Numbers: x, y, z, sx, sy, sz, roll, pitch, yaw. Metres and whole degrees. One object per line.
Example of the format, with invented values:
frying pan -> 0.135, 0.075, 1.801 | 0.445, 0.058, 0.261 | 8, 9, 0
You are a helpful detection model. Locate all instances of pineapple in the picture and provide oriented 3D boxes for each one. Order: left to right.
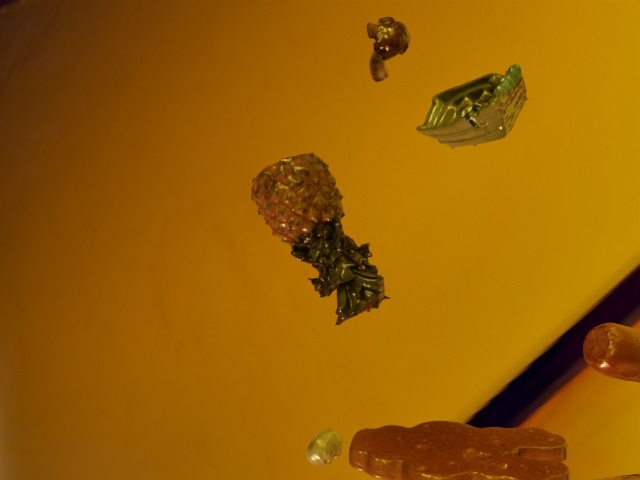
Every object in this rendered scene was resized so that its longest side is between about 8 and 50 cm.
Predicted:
pineapple -> 0.001, 0.000, 1.309 | 0.128, 0.248, 0.128 | -28, -8, -5

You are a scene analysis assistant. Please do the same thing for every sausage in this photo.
sausage -> 0.449, 0.164, 1.315 | 0.197, 0.076, 0.076 | 15, -62, -41

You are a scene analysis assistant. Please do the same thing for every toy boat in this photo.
toy boat -> 0.263, -0.217, 1.542 | 0.084, 0.276, 0.111 | 36, -105, -15

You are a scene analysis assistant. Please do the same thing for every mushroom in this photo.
mushroom -> 0.094, -0.282, 1.375 | 0.060, 0.061, 0.187 | -18, -7, -7

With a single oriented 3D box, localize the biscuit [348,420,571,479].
biscuit -> 0.210, 0.333, 1.399 | 0.333, 0.202, 0.047 | 2, -77, 9

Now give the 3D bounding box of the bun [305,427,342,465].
bun -> 0.012, 0.417, 1.836 | 0.086, 0.055, 0.086 | -41, -26, -25

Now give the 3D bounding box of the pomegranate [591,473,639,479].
pomegranate -> 0.223, 0.290, 0.582 | 0.281, 0.281, 0.281 | -14, -50, -17
